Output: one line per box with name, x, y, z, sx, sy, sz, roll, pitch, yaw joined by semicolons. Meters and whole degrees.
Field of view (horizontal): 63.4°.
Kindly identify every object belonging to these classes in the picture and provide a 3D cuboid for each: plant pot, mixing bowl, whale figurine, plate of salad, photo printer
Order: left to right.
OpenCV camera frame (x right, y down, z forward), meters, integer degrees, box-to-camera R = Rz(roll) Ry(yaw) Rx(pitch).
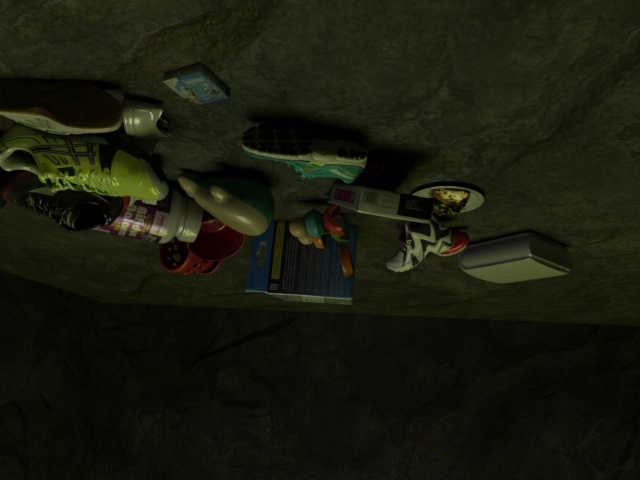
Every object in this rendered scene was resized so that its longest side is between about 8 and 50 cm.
plant pot;-0.443;0.028;1.811;0.191;0.191;0.174;-7;166;34
mixing bowl;-0.343;-0.032;1.678;0.181;0.098;0.182;-11;137;-11
whale figurine;-0.246;-0.124;1.403;0.271;0.141;0.216;27;167;13
plate of salad;0.341;-0.099;1.405;0.199;0.048;0.200;4;163;1
photo printer;0.647;0.070;1.770;0.255;0.107;0.307;17;159;-34

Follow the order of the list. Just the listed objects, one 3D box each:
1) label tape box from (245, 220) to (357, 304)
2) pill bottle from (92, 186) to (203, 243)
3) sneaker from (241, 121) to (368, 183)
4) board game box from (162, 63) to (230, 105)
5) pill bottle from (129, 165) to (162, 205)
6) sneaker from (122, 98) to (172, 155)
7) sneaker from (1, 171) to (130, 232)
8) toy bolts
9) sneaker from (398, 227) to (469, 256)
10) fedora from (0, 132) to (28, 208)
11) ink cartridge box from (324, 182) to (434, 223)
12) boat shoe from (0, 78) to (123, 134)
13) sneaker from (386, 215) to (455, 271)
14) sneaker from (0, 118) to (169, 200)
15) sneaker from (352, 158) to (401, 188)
label tape box;-0.057;0.073;1.732;0.347;0.249;0.115;3;163;5
pill bottle;-0.499;-0.085;1.478;0.301;0.170;0.169;13;161;-26
sneaker;-0.036;-0.175;1.111;0.275;0.107;0.110;9;139;-12
board game box;-0.233;-0.292;0.979;0.090;0.020;0.090;-4;160;28
pill bottle;-0.529;-0.160;1.297;0.245;0.137;0.136;9;163;-15
sneaker;-0.373;-0.232;1.138;0.094;0.080;0.212;-3;164;-13
sneaker;-0.584;-0.086;1.173;0.275;0.135;0.098;7;130;-11
toy bolts;0.000;0.000;1.566;0.158;0.219;0.228;-11;154;7
sneaker;0.351;-0.002;1.659;0.221;0.087;0.128;-10;159;38
fedora;-0.885;-0.167;1.345;0.333;0.153;0.334;5;164;1
ink cartridge box;0.132;-0.100;1.310;0.175;0.069;0.371;9;-176;-12
boat shoe;-0.515;-0.261;1.046;0.276;0.098;0.096;12;165;9
sneaker;0.274;-0.007;1.583;0.234;0.094;0.153;-26;114;35
sneaker;-0.509;-0.150;1.117;0.384;0.147;0.145;19;145;10
sneaker;0.125;-0.165;1.226;0.170;0.063;0.074;11;163;-35
